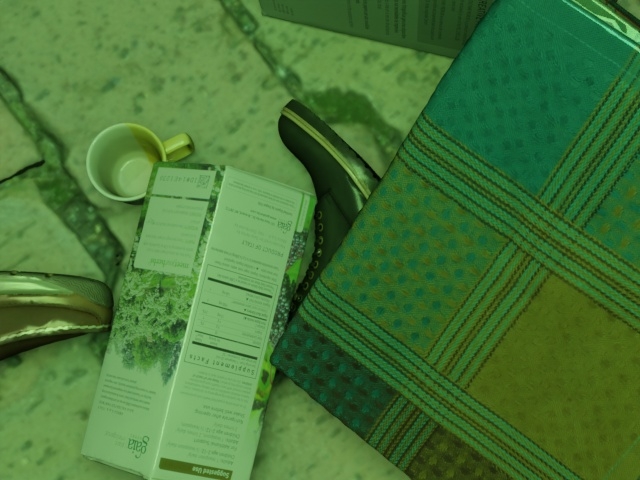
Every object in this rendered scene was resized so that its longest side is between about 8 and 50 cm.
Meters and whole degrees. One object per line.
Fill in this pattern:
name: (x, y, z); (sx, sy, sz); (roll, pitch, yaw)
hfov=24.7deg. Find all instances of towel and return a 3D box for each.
towel: (0.150, 0.030, 0.977); (0.271, 0.040, 0.370); (39, 121, 12)

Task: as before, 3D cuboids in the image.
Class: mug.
mug: (-0.141, -0.055, 1.161); (0.078, 0.064, 0.062); (6, 80, 4)

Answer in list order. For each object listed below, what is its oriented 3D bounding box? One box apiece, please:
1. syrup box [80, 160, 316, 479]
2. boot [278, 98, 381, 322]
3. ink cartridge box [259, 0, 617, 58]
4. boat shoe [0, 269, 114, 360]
syrup box: (-0.091, 0.065, 1.102); (0.093, 0.096, 0.236); (6, 81, 48)
boot: (0.000, 0.000, 1.145); (0.137, 0.077, 0.198); (-42, 74, 6)
ink cartridge box: (0.087, -0.239, 1.058); (0.272, 0.309, 0.130); (14, 81, 5)
boat shoe: (-0.312, 0.090, 1.127); (0.325, 0.123, 0.116); (-9, 86, 9)
